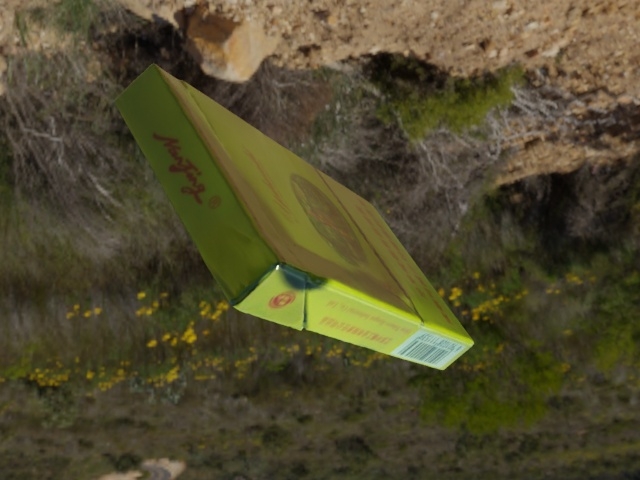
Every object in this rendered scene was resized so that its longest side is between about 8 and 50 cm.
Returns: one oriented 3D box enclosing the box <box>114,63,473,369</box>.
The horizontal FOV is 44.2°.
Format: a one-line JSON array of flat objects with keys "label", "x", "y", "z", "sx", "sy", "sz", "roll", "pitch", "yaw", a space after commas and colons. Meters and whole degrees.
[{"label": "box", "x": 0.000, "y": 0.000, "z": 0.616, "sx": 0.047, "sy": 0.187, "sz": 0.335, "roll": -41, "pitch": 150, "yaw": 13}]
